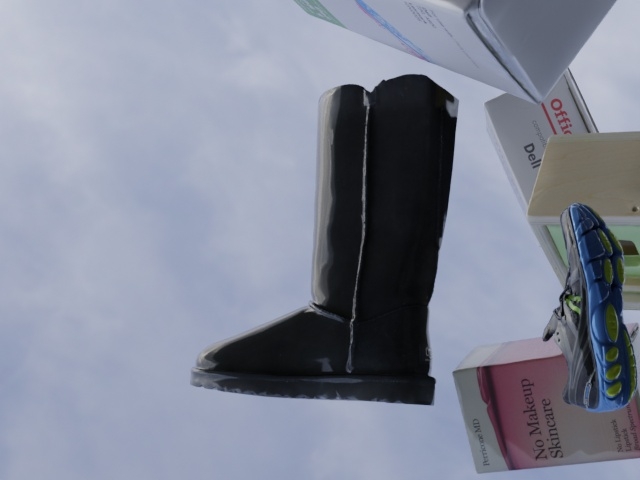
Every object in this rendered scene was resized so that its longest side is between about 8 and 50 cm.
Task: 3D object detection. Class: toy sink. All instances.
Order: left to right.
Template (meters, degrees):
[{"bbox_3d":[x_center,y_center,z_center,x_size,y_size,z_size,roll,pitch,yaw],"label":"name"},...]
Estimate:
[{"bbox_3d":[0.353,-0.002,1.330,0.234,0.152,0.131,54,-132,-44],"label":"toy sink"}]

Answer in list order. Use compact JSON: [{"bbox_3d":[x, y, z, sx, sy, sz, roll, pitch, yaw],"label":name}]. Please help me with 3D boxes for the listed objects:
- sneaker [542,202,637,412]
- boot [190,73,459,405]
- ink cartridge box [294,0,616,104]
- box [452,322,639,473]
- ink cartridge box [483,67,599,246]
[{"bbox_3d":[0.229,0.058,1.026,0.067,0.078,0.188,8,-106,-45],"label":"sneaker"},{"bbox_3d":[0.002,0.000,1.637,0.146,0.366,0.446,22,-111,-67],"label":"boot"},{"bbox_3d":[0.098,-0.242,0.852,0.278,0.201,0.117,33,175,46],"label":"ink cartridge box"},{"bbox_3d":[0.310,0.207,1.517,0.127,0.232,0.149,-26,-77,-64],"label":"box"},{"bbox_3d":[0.311,-0.106,1.569,0.353,0.119,0.207,12,-125,-81],"label":"ink cartridge box"}]
